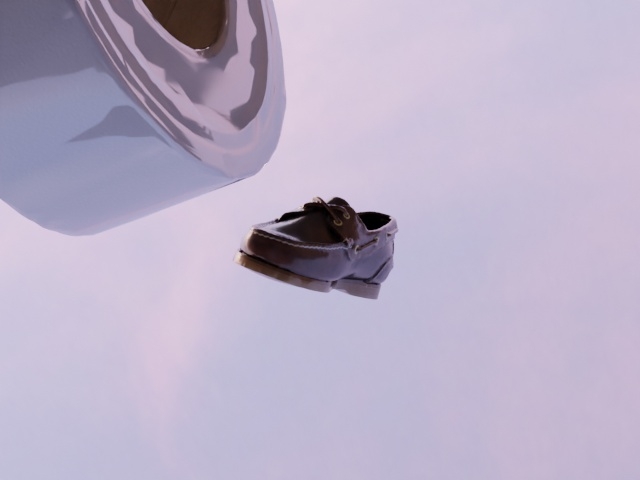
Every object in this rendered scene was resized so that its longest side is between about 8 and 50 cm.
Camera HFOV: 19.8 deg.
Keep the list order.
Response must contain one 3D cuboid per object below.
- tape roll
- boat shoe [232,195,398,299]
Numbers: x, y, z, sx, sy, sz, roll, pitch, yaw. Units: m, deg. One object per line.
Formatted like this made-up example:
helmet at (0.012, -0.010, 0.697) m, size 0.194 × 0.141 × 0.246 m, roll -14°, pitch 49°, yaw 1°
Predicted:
tape roll at (-0.126, -0.151, 0.962) m, size 0.100 × 0.286 × 0.286 m, roll -19°, pitch -126°, yaw 21°
boat shoe at (0.000, 0.000, 1.394) m, size 0.073 × 0.207 × 0.073 m, roll 25°, pitch -83°, yaw 21°
